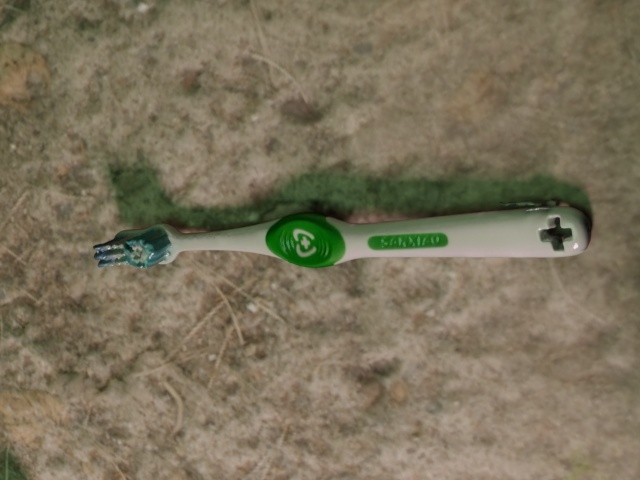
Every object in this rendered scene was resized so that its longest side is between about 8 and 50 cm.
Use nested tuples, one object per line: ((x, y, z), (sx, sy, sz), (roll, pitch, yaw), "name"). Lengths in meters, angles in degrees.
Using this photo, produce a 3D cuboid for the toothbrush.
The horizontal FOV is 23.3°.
((0.003, -0.001, 1.101), (0.417, 0.040, 0.042), (-3, 104, 35), "toothbrush")
